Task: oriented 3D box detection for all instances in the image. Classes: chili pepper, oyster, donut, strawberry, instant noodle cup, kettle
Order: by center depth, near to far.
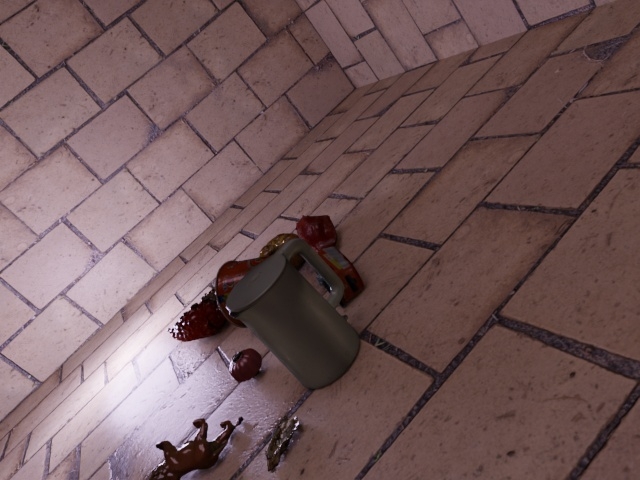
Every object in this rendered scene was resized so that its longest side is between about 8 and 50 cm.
[{"bbox_3d":[-0.094,0.482,1.195,0.132,0.029,0.086,-49,17,-13],"label":"oyster"},{"bbox_3d":[-0.048,0.189,1.296,0.265,0.318,0.205,-41,20,0],"label":"kettle"},{"bbox_3d":[-0.213,0.167,1.740,0.192,0.250,0.250,-17,30,27],"label":"instant noodle cup"},{"bbox_3d":[0.000,0.000,1.877,0.136,0.144,0.252,-51,30,20],"label":"chili pepper"},{"bbox_3d":[-0.470,0.321,1.976,0.280,0.150,0.253,-44,1,-3],"label":"strawberry"},{"bbox_3d":[-0.162,0.068,1.990,0.227,0.113,0.226,-33,22,16],"label":"donut"}]

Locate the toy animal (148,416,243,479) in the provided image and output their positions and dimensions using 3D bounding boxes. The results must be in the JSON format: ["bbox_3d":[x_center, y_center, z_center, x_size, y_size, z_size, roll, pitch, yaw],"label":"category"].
[{"bbox_3d":[-0.356,0.593,1.349,0.313,0.097,0.157,-32,35,15],"label":"toy animal"}]

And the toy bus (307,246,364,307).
[{"bbox_3d":[0.044,0.103,1.595,0.120,0.121,0.265,-33,20,-4],"label":"toy bus"}]

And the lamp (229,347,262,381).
[{"bbox_3d":[-0.229,0.381,1.521,0.108,0.092,0.107,-36,22,17],"label":"lamp"}]
